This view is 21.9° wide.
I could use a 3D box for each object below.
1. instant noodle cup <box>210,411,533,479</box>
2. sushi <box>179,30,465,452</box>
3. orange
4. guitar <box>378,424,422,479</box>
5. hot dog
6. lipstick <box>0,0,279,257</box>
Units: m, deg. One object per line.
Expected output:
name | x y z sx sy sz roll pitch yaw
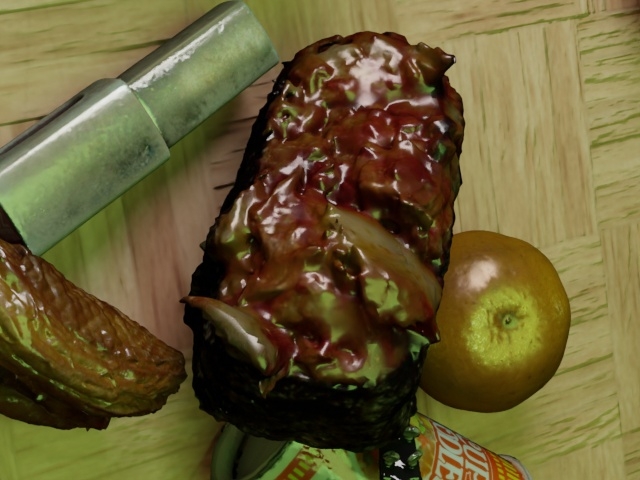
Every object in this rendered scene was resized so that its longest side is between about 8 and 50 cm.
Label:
instant noodle cup | 0.030 0.198 1.312 0.212 0.193 0.193 37 74 -21
sushi | 0.000 0.000 1.197 0.182 0.196 0.343 90 10 -49
orange | 0.134 0.068 1.393 0.155 0.134 0.154 1 87 -11
guitar | 0.050 0.073 1.279 0.084 0.271 0.038 0 137 -6
hot dog | -0.199 0.069 1.152 0.227 0.160 0.099 30 66 -30
lipstick | -0.144 -0.084 1.216 0.253 0.079 0.077 -39 107 -24
